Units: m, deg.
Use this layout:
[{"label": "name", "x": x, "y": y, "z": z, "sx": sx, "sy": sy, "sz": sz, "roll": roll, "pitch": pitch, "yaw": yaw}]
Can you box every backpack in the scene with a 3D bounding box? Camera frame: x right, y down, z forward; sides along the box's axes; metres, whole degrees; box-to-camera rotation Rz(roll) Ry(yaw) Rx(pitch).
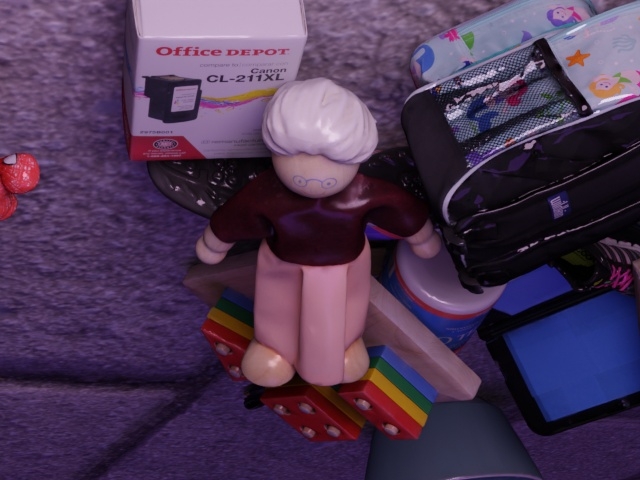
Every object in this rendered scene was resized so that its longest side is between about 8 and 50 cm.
[{"label": "backpack", "x": 0.204, "y": -0.092, "z": 0.971, "sx": 0.254, "sy": 0.191, "sz": 0.225, "roll": -20, "pitch": 151, "yaw": 7}]

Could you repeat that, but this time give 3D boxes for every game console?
[{"label": "game console", "x": 0.309, "y": 0.114, "z": 1.461, "sx": 0.293, "sy": 0.173, "sz": 0.250, "roll": -28, "pitch": 149, "yaw": 33}]

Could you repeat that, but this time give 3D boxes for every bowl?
[{"label": "bowl", "x": 0.206, "y": 0.361, "z": 1.950, "sx": 0.312, "sy": 0.163, "sz": 0.311, "roll": -7, "pitch": 155, "yaw": -3}]

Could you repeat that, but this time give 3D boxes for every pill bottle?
[{"label": "pill bottle", "x": 0.119, "y": 0.070, "z": 1.299, "sx": 0.124, "sy": 0.124, "sz": 0.221, "roll": -3, "pitch": 152, "yaw": -13}]

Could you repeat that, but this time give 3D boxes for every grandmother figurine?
[{"label": "grandmother figurine", "x": 0.000, "y": 0.000, "z": 0.981, "sx": 0.208, "sy": 0.104, "sz": 0.342, "roll": -10, "pitch": 141, "yaw": -7}]

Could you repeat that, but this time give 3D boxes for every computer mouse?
[{"label": "computer mouse", "x": -0.026, "y": 0.248, "z": 1.780, "sx": 0.106, "sy": 0.042, "sz": 0.193, "roll": -26, "pitch": 149, "yaw": 30}]

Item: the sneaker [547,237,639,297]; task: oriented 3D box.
[{"label": "sneaker", "x": 0.318, "y": 0.033, "z": 1.319, "sx": 0.170, "sy": 0.074, "sz": 0.063, "roll": 27, "pitch": 130, "yaw": -9}]

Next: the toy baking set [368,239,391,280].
[{"label": "toy baking set", "x": 0.126, "y": 0.000, "z": 1.327, "sx": 0.256, "sy": 0.030, "sz": 0.197, "roll": -15, "pitch": 154, "yaw": 12}]

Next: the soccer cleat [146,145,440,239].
[{"label": "soccer cleat", "x": -0.017, "y": -0.046, "z": 1.112, "sx": 0.318, "sy": 0.108, "sz": 0.116, "roll": 4, "pitch": 165, "yaw": -23}]

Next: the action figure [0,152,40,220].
[{"label": "action figure", "x": -0.331, "y": -0.082, "z": 0.962, "sx": 0.280, "sy": 0.139, "sz": 0.091, "roll": 3, "pitch": 166, "yaw": 31}]

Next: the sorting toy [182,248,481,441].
[{"label": "sorting toy", "x": -0.007, "y": 0.124, "z": 1.271, "sx": 0.255, "sy": 0.089, "sz": 0.257, "roll": 43, "pitch": 148, "yaw": -24}]

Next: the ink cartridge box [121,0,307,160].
[{"label": "ink cartridge box", "x": -0.089, "y": -0.138, "z": 0.922, "sx": 0.128, "sy": 0.072, "sz": 0.175, "roll": -3, "pitch": 154, "yaw": -12}]

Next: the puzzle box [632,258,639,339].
[{"label": "puzzle box", "x": 0.566, "y": 0.064, "z": 1.355, "sx": 0.409, "sy": 0.052, "sz": 0.272, "roll": -20, "pitch": 128, "yaw": -4}]
